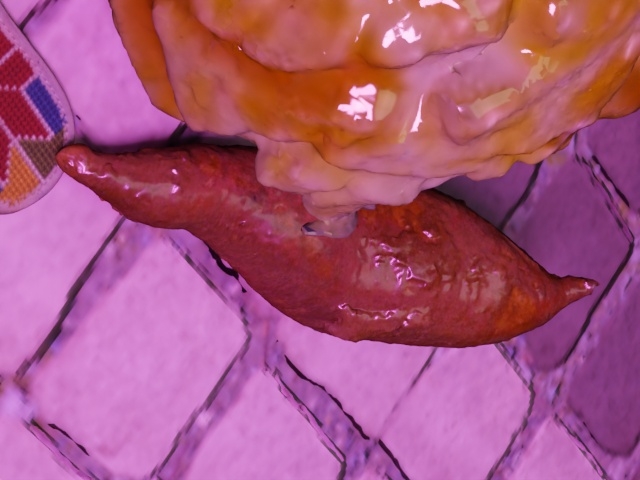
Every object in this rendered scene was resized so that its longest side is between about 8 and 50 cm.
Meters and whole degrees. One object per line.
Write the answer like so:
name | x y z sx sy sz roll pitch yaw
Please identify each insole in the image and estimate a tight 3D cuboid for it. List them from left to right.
insole | -0.130 -0.082 0.577 0.065 0.006 0.193 -49 130 -23

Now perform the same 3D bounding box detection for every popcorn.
popcorn | 0.037 -0.092 0.617 0.212 0.198 0.198 21 87 -53

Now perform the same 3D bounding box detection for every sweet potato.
sweet potato | -0.002 0.002 0.696 0.226 0.068 0.068 15 91 -30
